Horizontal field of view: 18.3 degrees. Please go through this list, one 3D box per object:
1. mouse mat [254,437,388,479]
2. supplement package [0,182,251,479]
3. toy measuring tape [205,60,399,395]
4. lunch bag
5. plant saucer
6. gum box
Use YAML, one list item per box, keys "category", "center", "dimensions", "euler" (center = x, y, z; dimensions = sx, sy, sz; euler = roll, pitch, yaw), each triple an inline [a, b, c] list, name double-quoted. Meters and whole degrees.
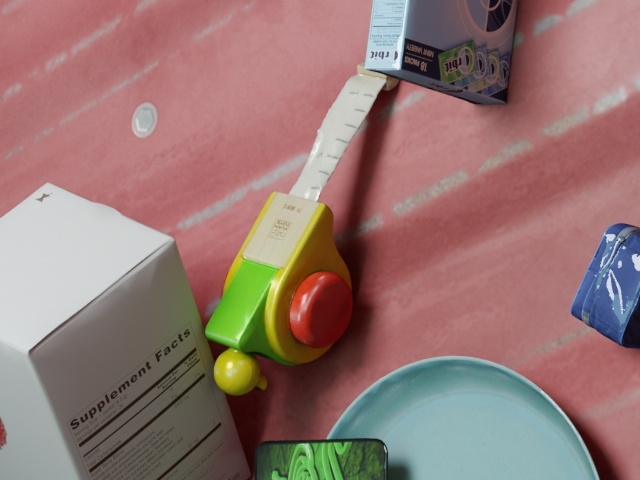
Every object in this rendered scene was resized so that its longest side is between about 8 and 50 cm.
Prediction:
- category: "mouse mat"
  center: [-0.002, 0.268, 1.731]
  dimensions: [0.152, 0.007, 0.189]
  euler: [-7, 78, 39]
- category: "supplement package"
  center: [-0.210, 0.129, 1.773]
  dimensions: [0.177, 0.175, 0.293]
  euler: [23, 141, 40]
- category: "toy measuring tape"
  center: [0.000, 0.000, 1.790]
  dimensions: [0.121, 0.121, 0.330]
  euler: [15, 70, 40]
- category: "lunch bag"
  center: [0.247, 0.031, 1.579]
  dimensions: [0.065, 0.067, 0.098]
  euler: [31, 101, 38]
- category: "plant saucer"
  center: [0.116, 0.257, 1.667]
  dimensions: [0.317, 0.044, 0.317]
  euler: [-7, 79, 38]
- category: "gum box"
  center: [0.110, -0.219, 1.675]
  dimensions: [0.041, 0.157, 0.184]
  euler: [5, 86, 39]
